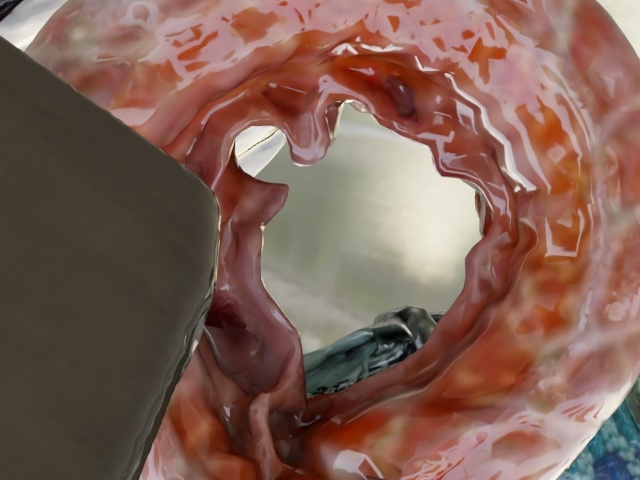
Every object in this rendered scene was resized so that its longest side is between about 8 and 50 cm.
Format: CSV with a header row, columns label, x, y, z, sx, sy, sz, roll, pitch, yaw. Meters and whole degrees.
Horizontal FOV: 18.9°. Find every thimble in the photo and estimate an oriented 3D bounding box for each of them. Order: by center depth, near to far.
label,x,y,z,sx,sy,sz,roll,pitch,yaw
thimble,0.000,0.000,0.677,0.239,0.239,0.162,15,173,-4

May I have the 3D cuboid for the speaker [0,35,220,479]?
label,x,y,z,sx,sy,sz,roll,pitch,yaw
speaker,-0.162,0.021,0.350,0.231,0.193,0.153,34,139,-17

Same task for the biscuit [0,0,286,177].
label,x,y,z,sx,sy,sz,roll,pitch,yaw
biscuit,-0.157,-0.086,1.180,0.091,0.407,0.407,54,-173,18

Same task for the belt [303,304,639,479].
label,x,y,z,sx,sy,sz,roll,pitch,yaw
belt,0.078,0.094,0.904,0.207,0.150,0.257,-24,179,-8
